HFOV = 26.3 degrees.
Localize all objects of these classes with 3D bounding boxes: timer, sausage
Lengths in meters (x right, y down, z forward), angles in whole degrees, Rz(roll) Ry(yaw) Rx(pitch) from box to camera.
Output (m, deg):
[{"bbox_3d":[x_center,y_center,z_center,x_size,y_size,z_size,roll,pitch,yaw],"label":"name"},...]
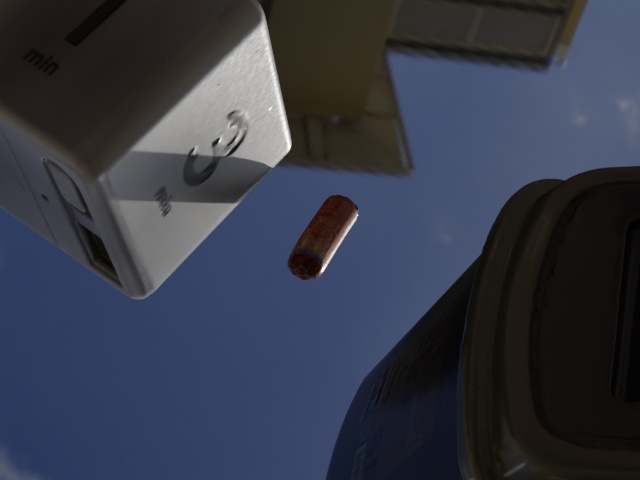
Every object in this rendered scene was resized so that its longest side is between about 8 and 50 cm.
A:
[{"bbox_3d":[-0.162,-0.106,1.080,0.194,0.192,0.195,31,-114,25],"label":"timer"},{"bbox_3d":[0.000,0.000,1.167,0.034,0.034,0.129,22,-151,7],"label":"sausage"}]

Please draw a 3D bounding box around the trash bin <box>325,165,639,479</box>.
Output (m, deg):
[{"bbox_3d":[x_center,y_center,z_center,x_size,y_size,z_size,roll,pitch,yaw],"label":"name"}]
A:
[{"bbox_3d":[0.123,0.104,0.718,0.182,0.290,0.209,24,-127,-14],"label":"trash bin"}]
